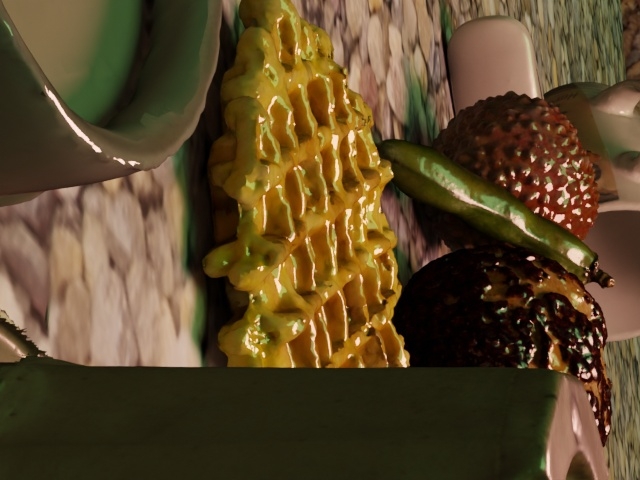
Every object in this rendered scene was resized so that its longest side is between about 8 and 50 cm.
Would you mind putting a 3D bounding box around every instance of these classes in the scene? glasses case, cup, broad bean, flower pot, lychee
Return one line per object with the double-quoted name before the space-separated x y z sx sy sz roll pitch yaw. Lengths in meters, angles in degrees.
"glasses case" 0.188 -0.115 1.721 0.059 0.092 0.233 -47 126 -66
"cup" 0.315 -0.076 1.869 0.301 0.227 0.257 112 -21 -45
"broad bean" 0.141 -0.026 1.412 0.254 0.046 0.065 29 14 -22
"flower pot" -0.028 0.149 0.595 0.290 0.259 0.290 -6 90 -73
"lychee" 0.180 -0.056 1.531 0.197 0.165 0.165 -31 122 -25

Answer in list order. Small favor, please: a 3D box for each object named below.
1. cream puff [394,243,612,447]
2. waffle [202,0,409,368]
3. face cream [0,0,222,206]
"cream puff" 0.151 0.118 1.366 0.239 0.165 0.239 -5 90 -75
"waffle" -0.003 0.000 1.093 0.312 0.060 0.307 47 39 -60
"face cream" -0.142 -0.087 0.427 0.175 0.195 0.175 -6 90 -74
